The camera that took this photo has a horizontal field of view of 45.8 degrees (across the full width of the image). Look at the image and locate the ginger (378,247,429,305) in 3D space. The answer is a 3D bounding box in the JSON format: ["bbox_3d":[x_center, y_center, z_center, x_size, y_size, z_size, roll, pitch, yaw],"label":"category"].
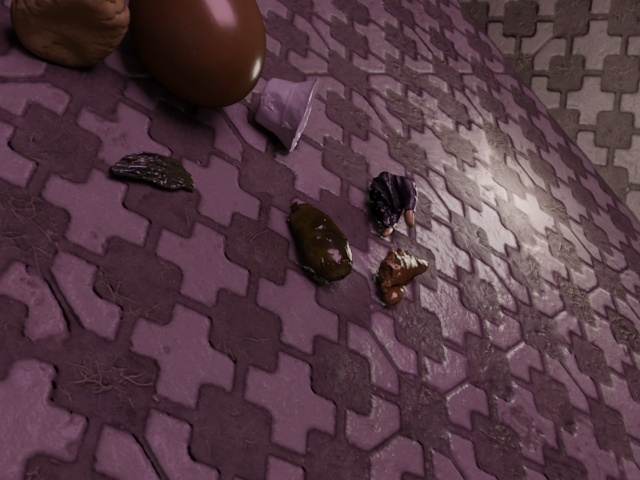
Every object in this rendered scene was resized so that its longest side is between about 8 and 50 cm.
[{"bbox_3d":[0.193,0.071,1.875,0.115,0.081,0.205,51,37,-3],"label":"ginger"}]

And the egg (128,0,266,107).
[{"bbox_3d":[-0.280,-0.485,1.760,0.374,0.301,0.301,52,36,10],"label":"egg"}]

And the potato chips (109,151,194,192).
[{"bbox_3d":[-0.356,-0.150,1.594,0.207,0.028,0.092,10,48,-42],"label":"potato chips"}]

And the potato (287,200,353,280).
[{"bbox_3d":[0.000,0.000,1.747,0.117,0.090,0.226,-2,50,-38],"label":"potato"}]

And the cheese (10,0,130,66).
[{"bbox_3d":[-0.522,-0.470,1.587,0.226,0.214,0.117,12,51,-47],"label":"cheese"}]

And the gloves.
[{"bbox_3d":[0.183,-0.085,2.027,0.129,0.106,0.181,28,68,-21],"label":"gloves"}]

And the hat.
[{"bbox_3d":[-0.092,-0.341,1.941,0.126,0.203,0.203,23,38,0],"label":"hat"}]
